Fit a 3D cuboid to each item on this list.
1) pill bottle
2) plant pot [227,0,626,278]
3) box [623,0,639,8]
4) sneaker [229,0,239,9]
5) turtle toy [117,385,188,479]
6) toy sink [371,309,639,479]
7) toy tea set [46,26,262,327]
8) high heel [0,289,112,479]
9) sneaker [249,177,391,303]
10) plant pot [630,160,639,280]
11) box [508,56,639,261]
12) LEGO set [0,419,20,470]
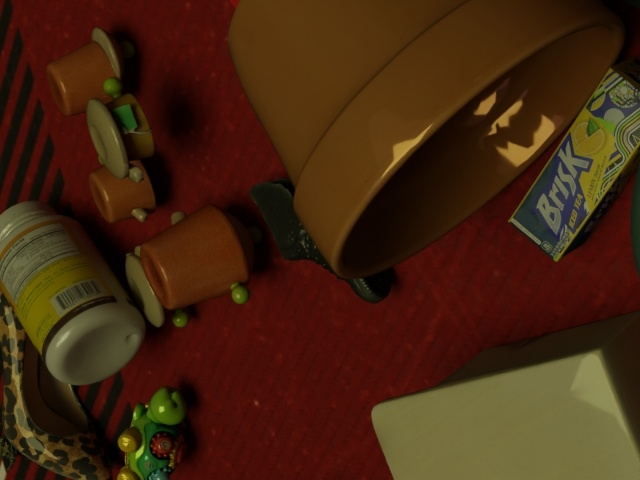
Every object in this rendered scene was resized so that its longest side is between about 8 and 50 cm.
[{"bbox_3d":[-0.292,0.052,1.439,0.215,0.117,0.117,51,130,34],"label":"pill bottle"},{"bbox_3d":[0.064,-0.138,1.012,0.203,0.291,0.291,50,128,16],"label":"plant pot"},{"bbox_3d":[0.225,-0.324,0.961,0.307,0.076,0.242,34,124,25],"label":"box"},{"bbox_3d":[-0.026,-0.188,1.170,0.107,0.118,0.279,-42,79,38],"label":"sneaker"},{"bbox_3d":[-0.185,0.224,1.461,0.066,0.095,0.130,11,114,11],"label":"turtle toy"},{"bbox_3d":[0.191,0.171,1.124,0.234,0.131,0.152,-20,93,35],"label":"toy sink"},{"bbox_3d":[-0.168,-0.071,1.349,0.200,0.124,0.336,-2,110,68],"label":"toy tea set"},{"bbox_3d":[-0.315,0.164,1.537,0.261,0.093,0.186,42,118,15],"label":"high heel"},{"bbox_3d":[-0.002,0.001,1.265,0.089,0.051,0.170,-38,77,39],"label":"sneaker"},{"bbox_3d":[0.335,-0.007,0.891,0.290,0.290,0.195,61,166,4],"label":"plant pot"},{"bbox_3d":[0.228,-0.065,1.063,0.059,0.054,0.169,42,127,19],"label":"box"},{"bbox_3d":[-0.419,0.262,1.691,0.054,0.023,0.083,-13,84,37],"label":"LEGO set"}]
